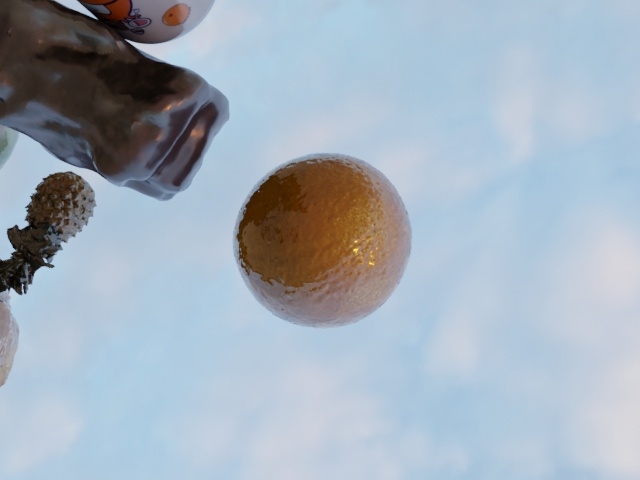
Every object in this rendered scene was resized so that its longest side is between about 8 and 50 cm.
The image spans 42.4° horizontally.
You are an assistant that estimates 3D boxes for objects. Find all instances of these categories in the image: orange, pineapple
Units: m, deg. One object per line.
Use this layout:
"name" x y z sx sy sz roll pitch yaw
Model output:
"orange" 0.000 0.000 1.227 0.274 0.274 0.274 -14 -131 17
"pineapple" -0.485 -0.008 1.436 0.125 0.125 0.251 -1 -136 27

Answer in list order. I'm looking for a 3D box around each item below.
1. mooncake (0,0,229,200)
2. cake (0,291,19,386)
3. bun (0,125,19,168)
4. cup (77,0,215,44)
"mooncake" -0.332 -0.213 1.248 0.381 0.350 0.212 30 -83 11
"cake" -0.758 0.153 1.575 0.332 0.321 0.332 5 -120 -8
"bun" -0.691 -0.241 1.510 0.293 0.187 0.293 2 -86 38
"cup" -0.269 -0.410 1.107 0.212 0.317 0.212 -4 -105 16
